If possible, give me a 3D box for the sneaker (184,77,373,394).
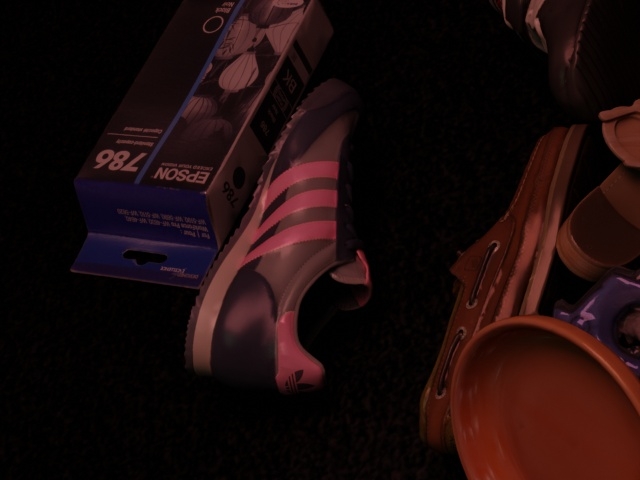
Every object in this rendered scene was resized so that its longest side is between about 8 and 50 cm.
[{"bbox_3d":[0.000,0.000,1.379,0.131,0.112,0.319,15,62,17],"label":"sneaker"}]

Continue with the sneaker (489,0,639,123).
[{"bbox_3d":[0.219,-0.206,1.422,0.146,0.122,0.330,-13,35,27],"label":"sneaker"}]

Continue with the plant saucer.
[{"bbox_3d":[0.170,0.142,1.078,0.037,0.200,0.200,-21,36,-34],"label":"plant saucer"}]

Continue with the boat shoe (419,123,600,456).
[{"bbox_3d":[0.150,0.031,1.252,0.104,0.111,0.307,1,53,27],"label":"boat shoe"}]

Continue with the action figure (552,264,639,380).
[{"bbox_3d":[0.355,0.081,1.089,0.341,0.178,0.330,29,80,27],"label":"action figure"}]

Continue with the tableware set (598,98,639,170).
[{"bbox_3d":[0.298,-0.046,1.231,0.141,0.020,0.169,0,56,-25],"label":"tableware set"}]

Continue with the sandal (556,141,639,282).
[{"bbox_3d":[0.257,-0.021,1.261,0.240,0.079,0.088,-30,73,-38],"label":"sandal"}]

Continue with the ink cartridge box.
[{"bbox_3d":[-0.125,-0.108,1.551,0.165,0.065,0.333,6,56,30],"label":"ink cartridge box"}]
